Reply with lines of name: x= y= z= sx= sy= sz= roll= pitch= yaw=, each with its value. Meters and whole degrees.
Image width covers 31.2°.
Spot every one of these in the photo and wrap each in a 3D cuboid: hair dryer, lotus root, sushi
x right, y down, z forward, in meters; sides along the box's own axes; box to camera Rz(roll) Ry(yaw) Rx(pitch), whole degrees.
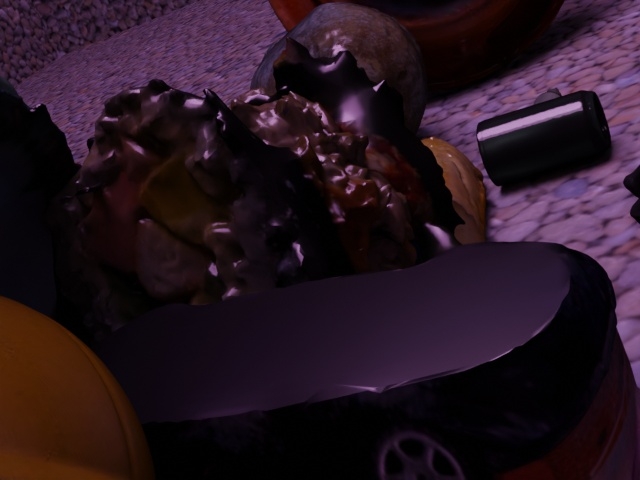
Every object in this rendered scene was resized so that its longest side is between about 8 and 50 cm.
hair dryer: x=0.199 y=-0.108 z=0.990 sx=0.100 sy=0.057 sz=0.197 roll=-16 pitch=16 yaw=21
lotus root: x=0.021 y=-0.137 z=1.082 sx=0.175 sy=0.175 sz=0.349 roll=-26 pitch=11 yaw=-1
sushi: x=-0.031 y=-0.002 z=0.723 sx=0.225 sy=0.238 sz=0.219 roll=-9 pitch=16 yaw=41

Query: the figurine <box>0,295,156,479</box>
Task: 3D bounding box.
figurine: x=-0.138 y=0.144 z=0.441 sx=0.192 sy=0.256 sz=0.167 roll=-10 pitch=5 yaw=25

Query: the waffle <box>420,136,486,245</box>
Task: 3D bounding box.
waffle: x=0.000 y=0.000 z=0.933 sx=0.274 sy=0.057 sz=0.168 roll=-21 pitch=19 yaw=15

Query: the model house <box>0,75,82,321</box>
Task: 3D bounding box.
model house: x=-0.369 y=0.008 z=0.731 sx=0.297 sy=0.339 sz=0.360 roll=-60 pitch=-13 yaw=-19

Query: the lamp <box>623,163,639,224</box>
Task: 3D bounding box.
lamp: x=0.266 y=-0.057 z=0.671 sx=0.172 sy=0.147 sz=0.227 roll=-47 pitch=8 yaw=10

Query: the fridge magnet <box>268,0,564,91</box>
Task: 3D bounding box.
fridge magnet: x=0.106 y=-0.343 z=1.261 sx=0.364 sy=0.363 sz=0.155 roll=-24 pitch=-6 yaw=5

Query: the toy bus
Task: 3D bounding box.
toy bus: x=0.003 y=0.099 z=0.536 sx=0.303 sy=0.147 sz=0.127 roll=-12 pitch=31 yaw=30
